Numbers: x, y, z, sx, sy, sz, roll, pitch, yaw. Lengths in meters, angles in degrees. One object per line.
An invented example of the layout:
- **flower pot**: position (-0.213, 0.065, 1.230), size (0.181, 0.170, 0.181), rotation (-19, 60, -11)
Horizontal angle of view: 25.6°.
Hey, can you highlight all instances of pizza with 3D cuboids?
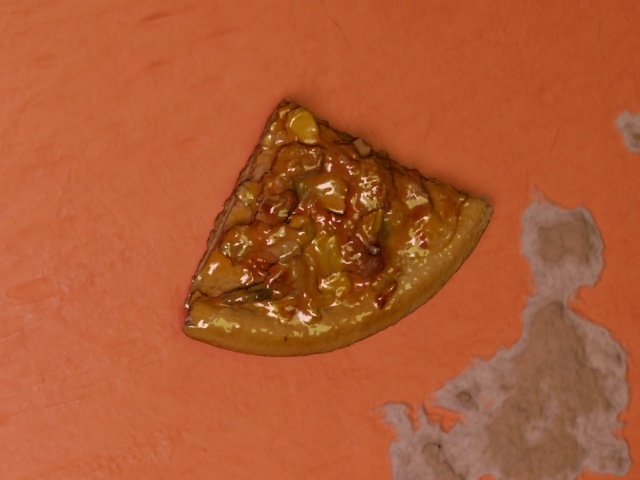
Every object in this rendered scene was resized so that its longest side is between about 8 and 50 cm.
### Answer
- **pizza**: position (0.023, 0.024, 1.419), size (0.268, 0.087, 0.257), rotation (26, 84, -21)
